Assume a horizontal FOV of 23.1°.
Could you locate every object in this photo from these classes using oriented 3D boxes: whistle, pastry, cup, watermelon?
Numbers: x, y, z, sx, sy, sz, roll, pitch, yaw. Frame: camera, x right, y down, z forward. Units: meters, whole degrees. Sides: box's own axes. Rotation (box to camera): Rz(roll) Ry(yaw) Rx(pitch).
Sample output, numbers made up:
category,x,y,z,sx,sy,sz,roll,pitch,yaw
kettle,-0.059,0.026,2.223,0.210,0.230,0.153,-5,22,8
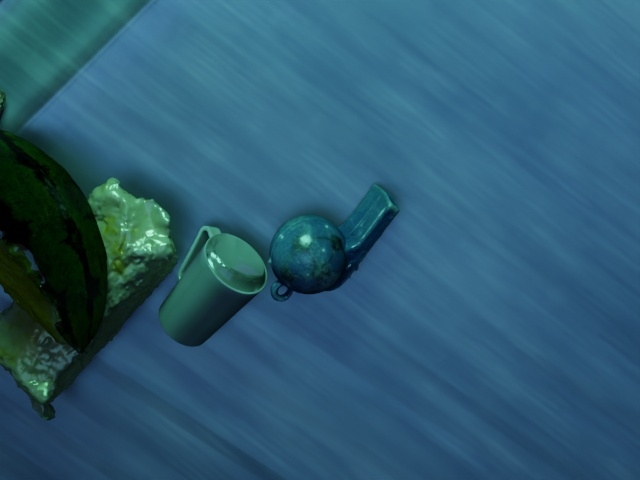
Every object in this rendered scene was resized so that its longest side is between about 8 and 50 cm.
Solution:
category,x,y,z,sx,sy,sz,roll,pitch,yaw
whistle,0.000,0.000,1.604,0.090,0.090,0.158,36,101,-1
pastry,-0.249,0.052,1.633,0.121,0.089,0.258,39,100,2
cup,-0.117,0.041,1.621,0.116,0.074,0.104,-47,50,37
watermelon,-0.317,-0.020,1.576,0.301,0.123,0.129,47,132,8

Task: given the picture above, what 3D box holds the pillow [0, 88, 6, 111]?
category,x,y,z,sx,sy,sz,roll,pitch,yaw
pillow,-0.452,-0.148,1.645,0.233,0.043,0.126,27,106,-2
